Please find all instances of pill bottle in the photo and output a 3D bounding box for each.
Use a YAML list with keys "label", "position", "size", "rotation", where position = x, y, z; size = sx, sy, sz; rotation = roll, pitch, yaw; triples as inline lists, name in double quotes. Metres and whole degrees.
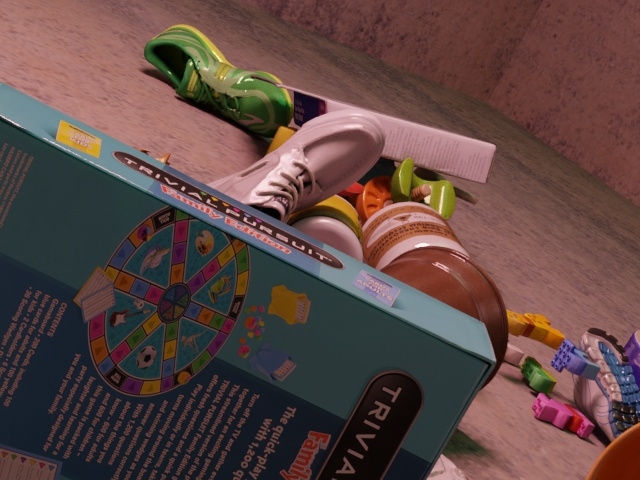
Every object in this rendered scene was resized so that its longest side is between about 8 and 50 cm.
- label: "pill bottle"
  position: [0.121, 0.047, 1.647]
  size: [0.131, 0.131, 0.229]
  rotation: [24, 15, -15]
- label: "pill bottle"
  position: [0.000, 0.000, 1.648]
  size: [0.103, 0.103, 0.184]
  rotation: [26, 15, -6]

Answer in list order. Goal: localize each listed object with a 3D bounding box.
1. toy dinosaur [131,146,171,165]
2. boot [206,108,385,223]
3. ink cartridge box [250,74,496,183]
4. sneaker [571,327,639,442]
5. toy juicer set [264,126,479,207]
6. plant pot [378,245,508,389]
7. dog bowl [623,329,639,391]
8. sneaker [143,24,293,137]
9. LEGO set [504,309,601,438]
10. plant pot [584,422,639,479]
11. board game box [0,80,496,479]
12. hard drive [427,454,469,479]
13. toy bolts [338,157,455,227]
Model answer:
- label: "toy dinosaur"
  position: [-0.243, -0.083, 1.618]
  size: [0.112, 0.064, 0.211]
  rotation: [11, 3, 8]
- label: "boot"
  position: [-0.037, -0.051, 1.535]
  size: [0.095, 0.258, 0.123]
  rotation: [57, 8, -23]
- label: "ink cartridge box"
  position: [0.062, -0.167, 2.045]
  size: [0.330, 0.071, 0.324]
  rotation: [14, 7, -11]
- label: "sneaker"
  position: [0.350, 0.204, 1.661]
  size: [0.071, 0.083, 0.191]
  rotation: [10, 44, -25]
- label: "toy juicer set"
  position: [0.071, -0.095, 2.159]
  size: [0.329, 0.089, 0.209]
  rotation: [17, 6, -4]
- label: "plant pot"
  position: [0.077, 0.097, 1.373]
  size: [0.167, 0.167, 0.165]
  rotation: [35, 24, 25]
- label: "dog bowl"
  position: [0.491, 0.227, 1.759]
  size: [0.265, 0.104, 0.265]
  rotation: [26, 14, -7]
- label: "sneaker"
  position: [-0.173, -0.250, 2.252]
  size: [0.295, 0.109, 0.123]
  rotation: [33, 34, 22]
- label: "LEGO set"
  position: [0.254, 0.137, 1.674]
  size: [0.093, 0.087, 0.227]
  rotation: [20, 15, -30]
- label: "plant pot"
  position: [0.353, 0.272, 1.210]
  size: [0.205, 0.205, 0.188]
  rotation: [39, 3, 38]
- label: "board game box"
  position: [-0.104, 0.094, 0.832]
  size: [0.336, 0.254, 0.079]
  rotation: [27, 14, -5]
- label: "hard drive"
  position: [-0.055, 0.139, 1.153]
  size: [0.339, 0.064, 0.237]
  rotation: [37, 17, 30]
- label: "toy bolts"
  position: [0.039, -0.028, 1.864]
  size: [0.228, 0.158, 0.218]
  rotation: [32, 52, -24]
